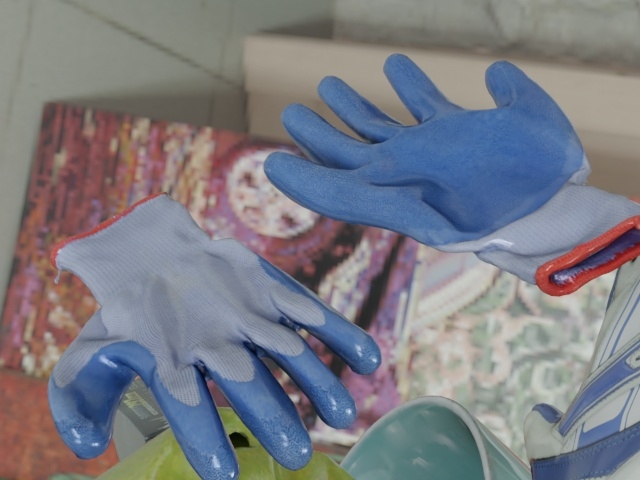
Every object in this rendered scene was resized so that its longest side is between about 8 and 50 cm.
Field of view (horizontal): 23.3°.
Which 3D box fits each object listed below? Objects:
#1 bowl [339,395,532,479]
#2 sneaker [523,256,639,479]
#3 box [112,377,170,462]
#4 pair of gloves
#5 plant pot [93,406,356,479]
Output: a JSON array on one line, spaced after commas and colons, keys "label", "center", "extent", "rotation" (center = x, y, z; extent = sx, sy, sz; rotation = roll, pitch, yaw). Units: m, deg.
[{"label": "bowl", "center": [0.101, 0.288, 1.155], "extent": [0.163, 0.311, 0.311], "rotation": [24, 72, -19]}, {"label": "sneaker", "center": [0.149, 0.013, 0.479], "extent": [0.112, 0.131, 0.296], "rotation": [14, 125, -29]}, {"label": "box", "center": [-0.114, 0.216, 1.260], "extent": [0.059, 0.232, 0.183], "rotation": [-16, 99, -16]}, {"label": "pair of gloves", "center": [0.000, 0.000, 0.478], "extent": [0.198, 0.159, 0.023], "rotation": [-28, 123, -16]}, {"label": "plant pot", "center": [-0.086, 0.227, 0.771], "extent": [0.254, 0.276, 0.276], "rotation": [-43, 164, 21]}]
